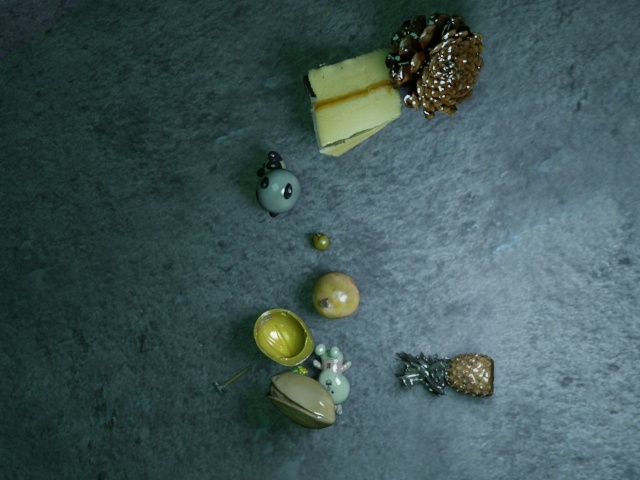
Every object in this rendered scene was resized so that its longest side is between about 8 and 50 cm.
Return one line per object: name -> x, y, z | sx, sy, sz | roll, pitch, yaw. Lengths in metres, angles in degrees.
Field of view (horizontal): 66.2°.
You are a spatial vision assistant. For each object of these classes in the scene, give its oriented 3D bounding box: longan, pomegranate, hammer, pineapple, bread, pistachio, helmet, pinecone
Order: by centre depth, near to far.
pineapple -> 0.433, 0.480, 1.760 | 0.364, 0.165, 0.166 | -5, 82, 25
pistachio -> -0.066, 0.580, 1.782 | 0.292, 0.181, 0.162 | 25, 93, 29
pinecone -> 0.389, -0.655, 1.808 | 0.383, 0.384, 0.385 | -2, 83, 17
pomegranate -> 0.059, 0.210, 1.875 | 0.191, 0.191, 0.192 | -2, 83, 17
bread -> 0.146, -0.565, 1.926 | 0.404, 0.242, 0.346 | -25, 80, 16
helmet -> -0.149, 0.401, 1.937 | 0.205, 0.140, 0.257 | -35, 66, -26
longan -> 0.000, 0.000, 1.971 | 0.075, 0.083, 0.075 | -13, 41, 12
hammer -> -0.358, 0.576, 2.044 | 0.182, 0.017, 0.062 | -34, 76, 10

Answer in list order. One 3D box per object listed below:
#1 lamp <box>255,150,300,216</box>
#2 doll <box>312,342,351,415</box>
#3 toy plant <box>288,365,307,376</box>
lamp -> -0.179, -0.229, 2.004 | 0.197, 0.198, 0.244 | -23, 62, 13
doll -> 0.047, 0.525, 1.885 | 0.154, 0.113, 0.275 | -6, 89, 13
toy plant -> -0.112, 0.568, 1.932 | 0.092, 0.093, 0.162 | 37, 95, 17
